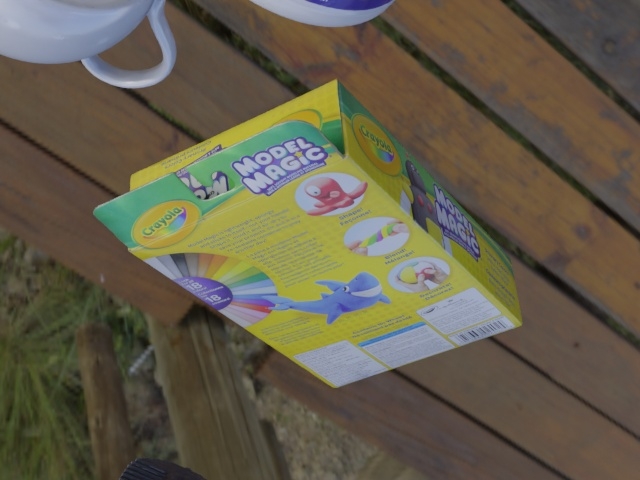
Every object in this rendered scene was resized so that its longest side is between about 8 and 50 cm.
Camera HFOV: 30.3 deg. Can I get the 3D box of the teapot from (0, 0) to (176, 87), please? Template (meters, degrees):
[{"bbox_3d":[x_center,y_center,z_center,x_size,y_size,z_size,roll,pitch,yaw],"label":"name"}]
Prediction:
[{"bbox_3d":[-0.283,-0.268,1.157,0.252,0.256,0.187,-16,169,-40],"label":"teapot"}]

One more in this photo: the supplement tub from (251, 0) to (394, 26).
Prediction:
[{"bbox_3d":[0.038,-0.380,1.040,0.241,0.241,0.331,17,136,-21],"label":"supplement tub"}]

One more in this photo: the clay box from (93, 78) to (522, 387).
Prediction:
[{"bbox_3d":[0.000,0.000,0.616,0.127,0.053,0.222,-22,141,24],"label":"clay box"}]

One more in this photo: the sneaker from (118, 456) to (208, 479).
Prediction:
[{"bbox_3d":[-0.167,0.274,0.887,0.112,0.319,0.131,26,103,13],"label":"sneaker"}]
